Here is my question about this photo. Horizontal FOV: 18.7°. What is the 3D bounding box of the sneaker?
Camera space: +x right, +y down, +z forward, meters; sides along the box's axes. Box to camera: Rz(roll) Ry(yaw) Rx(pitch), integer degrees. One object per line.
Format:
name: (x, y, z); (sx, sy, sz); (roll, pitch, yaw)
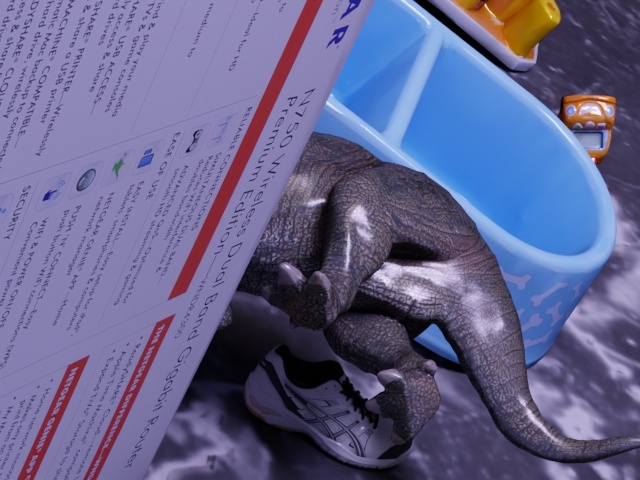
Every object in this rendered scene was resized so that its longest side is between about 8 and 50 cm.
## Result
sneaker: (0.008, 0.075, 0.884); (0.083, 0.037, 0.032); (23, 29, -10)

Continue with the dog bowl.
dog bowl: (0.030, -0.059, 1.002); (0.297, 0.074, 0.166); (38, 35, -10)

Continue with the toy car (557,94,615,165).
toy car: (0.201, -0.060, 1.224); (0.122, 0.060, 0.040); (8, 66, -17)

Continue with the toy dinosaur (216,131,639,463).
toy dinosaur: (0.000, 0.000, 0.845); (0.314, 0.121, 0.160); (14, 34, 12)

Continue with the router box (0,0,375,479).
router box: (-0.121, -0.004, 0.616); (0.082, 0.335, 0.301); (38, 31, 18)

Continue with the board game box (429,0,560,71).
board game box: (0.035, -0.346, 1.386); (0.390, 0.050, 0.390); (38, 34, -16)
